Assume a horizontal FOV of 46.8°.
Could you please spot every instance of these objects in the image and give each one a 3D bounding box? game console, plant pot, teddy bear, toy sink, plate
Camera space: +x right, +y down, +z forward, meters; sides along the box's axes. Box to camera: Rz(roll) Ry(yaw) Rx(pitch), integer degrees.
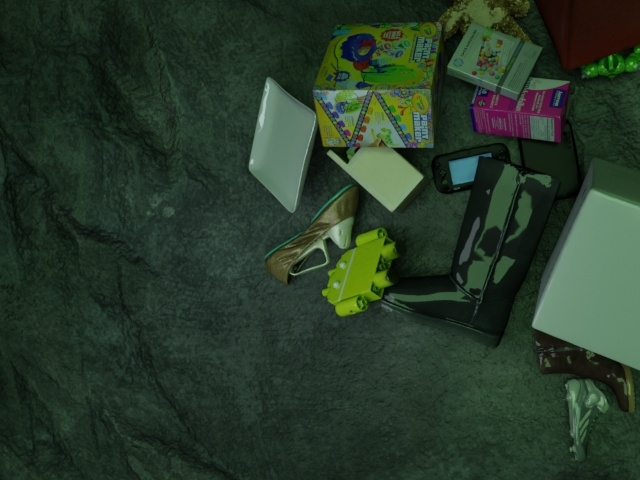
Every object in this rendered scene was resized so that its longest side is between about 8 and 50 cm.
[{"bbox_3d":[0.470,-0.185,1.895,0.361,0.044,0.213,-11,87,15],"label":"game console"},{"bbox_3d":[0.644,-0.604,1.706,0.267,0.236,0.267,-19,63,14],"label":"plant pot"},{"bbox_3d":[0.413,-0.562,1.889,0.338,0.113,0.245,46,108,2],"label":"teddy bear"},{"bbox_3d":[0.155,-0.194,1.920,0.234,0.153,0.131,43,100,12],"label":"toy sink"},{"bbox_3d":[-0.092,-0.253,1.941,0.277,0.045,0.278,45,129,46],"label":"plate"}]

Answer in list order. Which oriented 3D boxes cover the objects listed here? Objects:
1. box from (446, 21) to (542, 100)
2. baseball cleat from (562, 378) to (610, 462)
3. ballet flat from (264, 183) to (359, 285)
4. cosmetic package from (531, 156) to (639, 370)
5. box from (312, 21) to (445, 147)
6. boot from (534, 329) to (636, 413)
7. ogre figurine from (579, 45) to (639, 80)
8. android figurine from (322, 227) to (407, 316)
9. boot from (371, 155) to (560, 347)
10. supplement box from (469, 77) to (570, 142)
[{"bbox_3d":[0.421,-0.435,1.791,0.186,0.038,0.145,26,74,16],"label":"box"},{"bbox_3d":[0.664,0.445,1.831,0.109,0.072,0.205,-7,89,15],"label":"baseball cleat"},{"bbox_3d":[0.000,0.000,1.975,0.342,0.116,0.124,-40,73,14],"label":"ballet flat"},{"bbox_3d":[0.689,0.046,1.621,0.327,0.394,0.329,22,112,13],"label":"cosmetic package"},{"bbox_3d":[0.155,-0.387,1.835,0.279,0.177,0.290,3,47,14],"label":"box"},{"bbox_3d":[0.650,0.313,1.819,0.207,0.090,0.248,-15,71,20],"label":"boot"},{"bbox_3d":[0.704,-0.458,1.808,0.197,0.097,0.118,0,78,3],"label":"ogre figurine"},{"bbox_3d":[0.103,0.084,1.903,0.273,0.056,0.248,-20,43,49],"label":"android figurine"},{"bbox_3d":[0.354,0.001,1.843,0.367,0.146,0.445,17,106,2],"label":"boot"},{"bbox_3d":[0.491,-0.327,1.821,0.220,0.114,0.111,11,67,22],"label":"supplement box"}]
